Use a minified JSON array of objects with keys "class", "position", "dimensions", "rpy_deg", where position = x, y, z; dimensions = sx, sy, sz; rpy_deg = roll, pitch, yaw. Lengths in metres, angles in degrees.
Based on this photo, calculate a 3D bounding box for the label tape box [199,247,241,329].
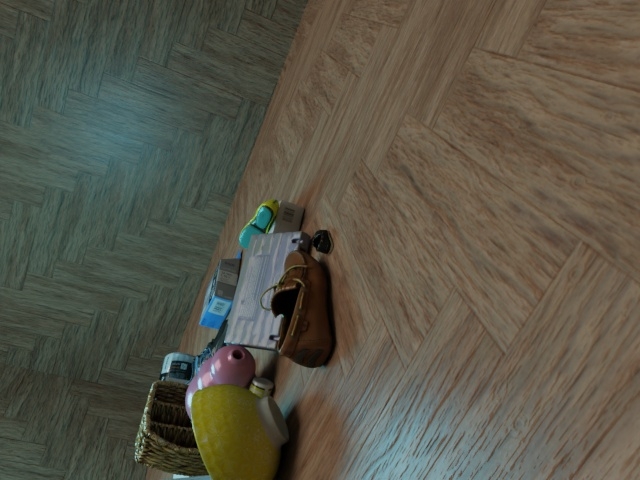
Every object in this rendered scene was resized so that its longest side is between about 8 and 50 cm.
[{"class":"label tape box","position":[-0.494,0.227,2.631],"dimensions":[0.348,0.115,0.249],"rpy_deg":[-92,26,-44]}]

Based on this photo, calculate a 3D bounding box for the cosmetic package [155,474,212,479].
[{"class":"cosmetic package","position":[-0.377,0.788,1.235],"dimensions":[0.394,0.327,0.330],"rpy_deg":[-58,36,39]}]

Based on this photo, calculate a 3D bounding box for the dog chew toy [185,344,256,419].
[{"class":"dog chew toy","position":[-0.285,0.433,1.584],"dimensions":[0.207,0.206,0.332],"rpy_deg":[-92,21,-48]}]

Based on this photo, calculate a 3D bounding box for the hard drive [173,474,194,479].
[{"class":"hard drive","position":[-0.517,0.872,2.048],"dimensions":[0.203,0.040,0.308],"rpy_deg":[-16,66,57]}]

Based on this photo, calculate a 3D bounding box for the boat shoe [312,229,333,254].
[{"class":"boat shoe","position":[0.001,-0.002,1.439],"dimensions":[0.133,0.041,0.049],"rpy_deg":[-116,44,-68]}]

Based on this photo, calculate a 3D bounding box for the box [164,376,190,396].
[{"class":"box","position":[-0.494,0.663,1.986],"dimensions":[0.322,0.232,0.059],"rpy_deg":[-102,30,-59]}]

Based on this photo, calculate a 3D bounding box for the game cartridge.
[{"class":"game cartridge","position":[-0.161,0.148,1.591],"dimensions":[0.230,0.068,0.355],"rpy_deg":[-4,66,43]}]

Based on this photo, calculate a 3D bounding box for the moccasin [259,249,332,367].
[{"class":"moccasin","position":[-0.066,0.150,1.309],"dimensions":[0.380,0.146,0.139],"rpy_deg":[-94,28,-51]}]

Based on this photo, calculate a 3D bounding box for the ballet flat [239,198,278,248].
[{"class":"ballet flat","position":[-0.199,-0.058,1.772],"dimensions":[0.231,0.077,0.077],"rpy_deg":[-50,6,43]}]

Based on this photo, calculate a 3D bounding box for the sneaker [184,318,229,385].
[{"class":"sneaker","position":[-0.430,0.456,2.069],"dimensions":[0.125,0.139,0.341],"rpy_deg":[71,-149,-54]}]

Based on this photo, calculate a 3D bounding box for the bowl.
[{"class":"bowl","position":[-0.167,0.455,1.250],"dimensions":[0.156,0.290,0.289],"rpy_deg":[-26,24,1]}]

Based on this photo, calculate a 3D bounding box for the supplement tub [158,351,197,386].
[{"class":"supplement tub","position":[-0.705,0.744,2.608],"dimensions":[0.207,0.207,0.338],"rpy_deg":[129,154,-50]}]

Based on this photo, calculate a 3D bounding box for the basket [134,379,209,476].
[{"class":"basket","position":[-0.434,0.615,1.730],"dimensions":[0.213,0.299,0.223],"rpy_deg":[-150,79,-72]}]

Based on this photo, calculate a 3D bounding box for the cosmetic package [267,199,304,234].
[{"class":"cosmetic package","position":[-0.183,0.077,1.835],"dimensions":[0.284,0.097,0.378],"rpy_deg":[-21,53,65]}]

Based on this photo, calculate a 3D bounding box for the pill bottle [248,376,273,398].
[{"class":"pill bottle","position":[-0.179,0.453,1.500],"dimensions":[0.065,0.065,0.117],"rpy_deg":[-156,84,-73]}]
